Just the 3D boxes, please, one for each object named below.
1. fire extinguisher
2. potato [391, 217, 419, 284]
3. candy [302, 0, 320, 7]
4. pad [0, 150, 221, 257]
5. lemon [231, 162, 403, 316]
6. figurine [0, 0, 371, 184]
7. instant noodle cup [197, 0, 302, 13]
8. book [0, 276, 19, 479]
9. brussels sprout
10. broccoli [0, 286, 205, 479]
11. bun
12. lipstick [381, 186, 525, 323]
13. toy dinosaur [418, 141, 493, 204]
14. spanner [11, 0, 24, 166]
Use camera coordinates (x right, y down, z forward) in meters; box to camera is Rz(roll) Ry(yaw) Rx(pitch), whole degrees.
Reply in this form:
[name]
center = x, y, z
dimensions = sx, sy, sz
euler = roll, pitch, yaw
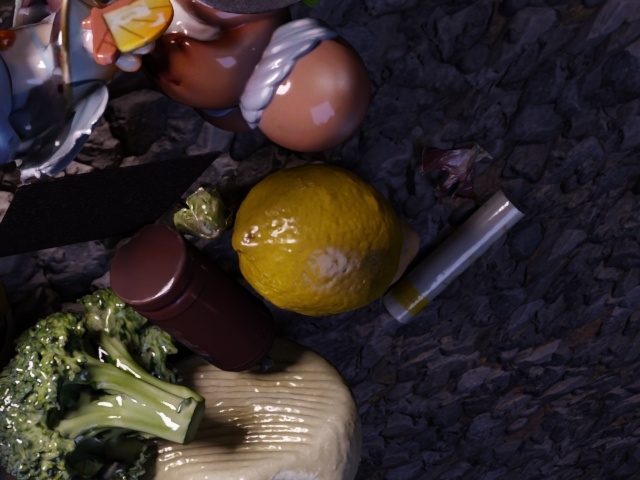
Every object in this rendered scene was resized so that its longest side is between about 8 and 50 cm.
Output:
[fire extinguisher]
center = -0.153, 0.093, 1.587
dimensions = 0.114, 0.135, 0.337
euler = -40, 143, 3
[potato]
center = 0.076, 0.019, 1.691
dimensions = 0.147, 0.112, 0.112
euler = -26, 144, -18
[candy]
center = 0.026, -0.339, 1.291
dimensions = 0.178, 0.032, 0.102
euler = -41, 143, 14
[pad]
center = -0.260, -0.036, 1.329
dimensions = 0.220, 0.004, 0.330
euler = -11, 170, -26
[lemon]
center = 0.000, 0.000, 1.530
dimensions = 0.260, 0.204, 0.204
euler = 3, 132, -40
[figurine]
center = -0.168, -0.178, 1.163
dimensions = 0.388, 0.277, 0.248
euler = -21, 116, -27
[instant noodle cup]
center = -0.077, -0.351, 1.055
dimensions = 0.217, 0.207, 0.217
euler = -18, 143, -15
[book]
center = -0.428, 0.201, 1.488
dimensions = 0.020, 0.208, 0.295
euler = 9, 140, 7
[brussels sprout]
center = -0.145, -0.026, 1.524
dimensions = 0.085, 0.058, 0.085
euler = -29, 161, -11
[broccoli]
center = -0.293, 0.209, 1.522
dimensions = 0.260, 0.288, 0.235
euler = 27, 156, -13
[bun]
center = -0.112, 0.311, 1.711
dimensions = 0.349, 0.352, 0.227
euler = -2, 130, 2
[lipstick]
center = 0.208, 0.025, 1.830
dimensions = 0.264, 0.059, 0.059
euler = -44, 142, 17
[toy dinosaur]
center = 0.199, -0.098, 1.701
dimensions = 0.108, 0.032, 0.220
euler = -43, 145, 11
[spanner]
center = -0.316, -0.187, 1.242
dimensions = 0.071, 0.017, 0.302
euler = -10, 139, -33
